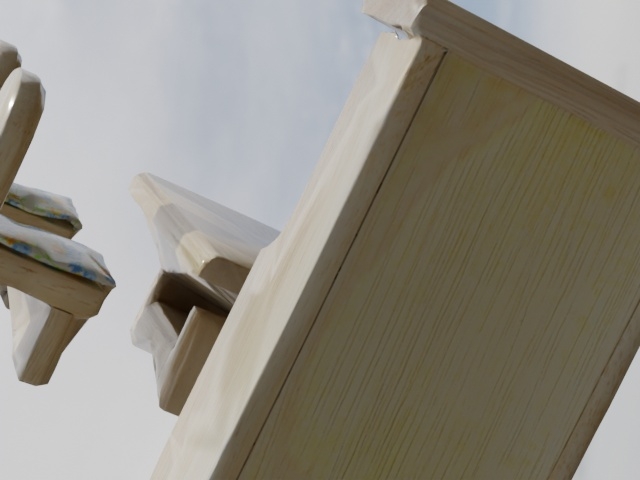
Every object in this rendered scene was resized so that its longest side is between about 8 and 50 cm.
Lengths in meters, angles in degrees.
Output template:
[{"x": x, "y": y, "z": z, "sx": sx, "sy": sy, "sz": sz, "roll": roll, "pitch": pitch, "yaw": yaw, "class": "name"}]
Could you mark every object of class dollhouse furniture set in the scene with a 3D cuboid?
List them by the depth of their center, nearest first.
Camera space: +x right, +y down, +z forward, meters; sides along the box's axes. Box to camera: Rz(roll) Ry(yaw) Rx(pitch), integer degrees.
[{"x": 0.000, "y": 0.000, "z": 0.781, "sx": 0.256, "sy": 0.362, "sz": 0.394, "roll": -63, "pitch": 21, "yaw": 6, "class": "dollhouse furniture set"}]
